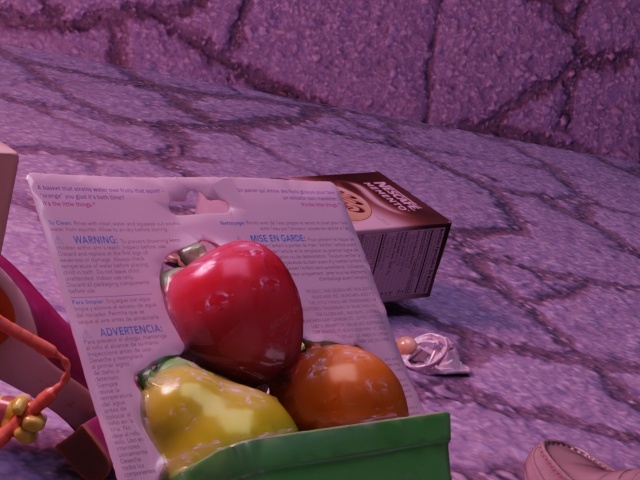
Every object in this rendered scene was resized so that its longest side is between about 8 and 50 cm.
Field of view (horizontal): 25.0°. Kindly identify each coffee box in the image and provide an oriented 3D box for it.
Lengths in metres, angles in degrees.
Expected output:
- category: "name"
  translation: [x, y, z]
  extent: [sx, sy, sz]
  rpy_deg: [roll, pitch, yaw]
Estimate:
- category: "coffee box"
  translation: [0.000, 0.000, 1.874]
  extent: [0.297, 0.119, 0.168]
  rpy_deg: [-6, 29, -39]

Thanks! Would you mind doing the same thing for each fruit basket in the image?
- category: "fruit basket"
  translation: [-0.052, 0.112, 1.109]
  extent: [0.327, 0.165, 0.353]
  rpy_deg: [-2, 59, -45]

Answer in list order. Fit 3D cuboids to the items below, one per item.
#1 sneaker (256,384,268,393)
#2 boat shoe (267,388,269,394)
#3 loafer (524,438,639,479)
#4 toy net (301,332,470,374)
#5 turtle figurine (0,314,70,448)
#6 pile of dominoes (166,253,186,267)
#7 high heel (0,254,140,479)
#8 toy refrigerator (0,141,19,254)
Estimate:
- category: "sneaker"
  translation: [-0.094, 0.128, 1.217]
  extent: [0.083, 0.084, 0.215]
  rpy_deg: [21, 40, 11]
- category: "boat shoe"
  translation: [-0.057, 0.186, 1.300]
  extent: [0.076, 0.083, 0.226]
  rpy_deg: [35, 35, 30]
- category: "loafer"
  translation: [0.298, 0.249, 1.292]
  extent: [0.112, 0.111, 0.319]
  rpy_deg: [5, 17, -32]
- category: "toy net"
  translation: [0.072, 0.119, 1.717]
  extent: [0.232, 0.045, 0.122]
  rpy_deg: [13, 14, -4]
- category: "turtle figurine"
  translation: [-0.312, 0.119, 0.993]
  extent: [0.269, 0.217, 0.087]
  rpy_deg: [13, 14, 0]
- category: "pile of dominoes"
  translation: [-0.072, 0.038, 1.952]
  extent: [0.196, 0.040, 0.251]
  rpy_deg: [25, 25, 24]
- category: "high heel"
  translation: [-0.227, 0.091, 1.263]
  extent: [0.244, 0.082, 0.117]
  rpy_deg: [51, 26, 1]
- category: "toy refrigerator"
  translation: [-0.333, 0.040, 1.173]
  extent: [0.094, 0.269, 0.102]
  rpy_deg: [0, 20, -44]
